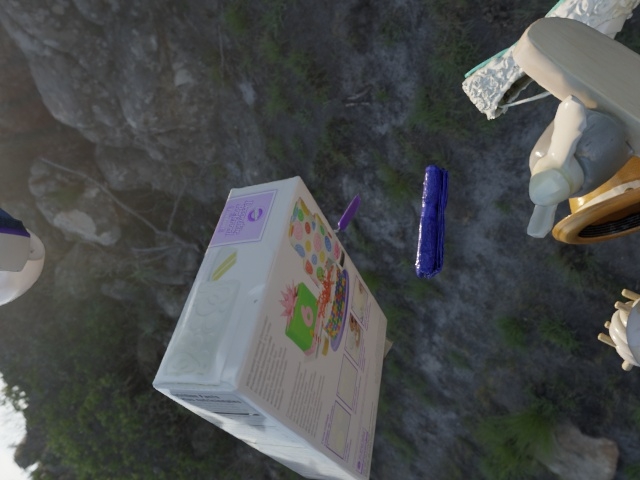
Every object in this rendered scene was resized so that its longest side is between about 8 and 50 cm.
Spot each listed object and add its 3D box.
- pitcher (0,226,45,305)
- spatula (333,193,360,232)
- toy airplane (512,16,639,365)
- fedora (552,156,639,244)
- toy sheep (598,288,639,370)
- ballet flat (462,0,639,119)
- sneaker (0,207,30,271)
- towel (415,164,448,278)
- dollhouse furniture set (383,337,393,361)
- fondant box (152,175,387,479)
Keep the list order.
[{"bbox_3d":[-0.588,0.051,0.829,0.125,0.207,0.178,44,-167,-33],"label":"pitcher"},{"bbox_3d":[0.000,0.000,1.186,0.030,0.296,0.084,48,-179,16],"label":"spatula"},{"bbox_3d":[0.343,0.005,0.334,0.273,0.383,0.387,121,148,-43],"label":"toy airplane"},{"bbox_3d":[0.389,-0.063,0.597,0.194,0.194,0.079,124,139,-59],"label":"fedora"},{"bbox_3d":[0.422,0.120,0.608,0.091,0.091,0.132,30,137,34],"label":"toy sheep"},{"bbox_3d":[0.452,-0.360,0.894,0.147,0.147,0.409,55,152,-3],"label":"ballet flat"},{"bbox_3d":[-0.351,-0.128,0.347,0.322,0.237,0.130,19,173,-6],"label":"sneaker"},{"bbox_3d":[0.333,-0.045,1.373,0.076,0.309,0.227,6,174,15],"label":"towel"},{"bbox_3d":[-0.006,0.328,1.110,0.201,0.374,0.152,27,118,23],"label":"dollhouse furniture set"},{"bbox_3d":[-0.020,0.125,0.564,0.096,0.239,0.330,-5,141,24],"label":"fondant box"}]
